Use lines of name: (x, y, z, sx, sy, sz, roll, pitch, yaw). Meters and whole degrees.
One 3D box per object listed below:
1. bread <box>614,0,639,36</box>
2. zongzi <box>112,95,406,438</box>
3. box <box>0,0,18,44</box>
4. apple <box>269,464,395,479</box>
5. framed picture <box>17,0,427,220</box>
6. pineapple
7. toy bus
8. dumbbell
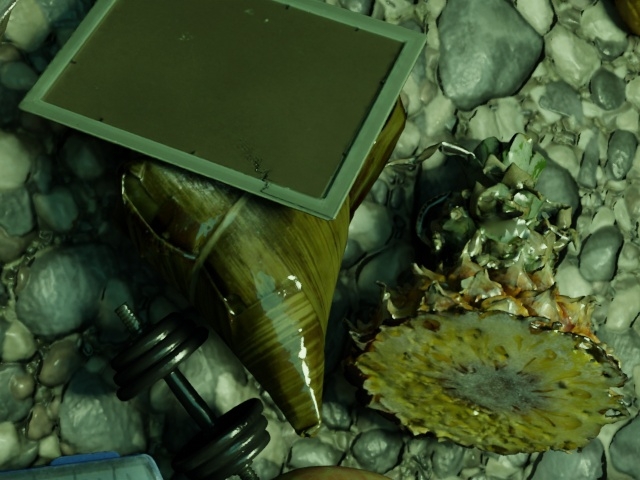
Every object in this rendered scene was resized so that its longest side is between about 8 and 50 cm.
bread: (0.432, -0.395, 1.308, 0.328, 0.148, 0.337, -18, 88, -21)
zongzi: (0.000, 0.000, 1.070, 0.286, 0.134, 0.288, -31, 67, -21)
box: (-0.425, -0.189, 0.954, 0.297, 0.190, 0.225, 40, 72, -9)
apple: (0.003, 0.314, 1.011, 0.256, 0.234, 0.257, 2, 84, -19)
framed picture: (-0.081, -0.144, 1.068, 0.296, 0.019, 0.232, 21, 56, 12)
pineapple: (0.163, 0.029, 1.141, 0.262, 0.262, 0.272, 25, 51, -15)
toy bus: (-0.244, 0.232, 1.017, 0.236, 0.079, 0.094, -5, 82, -20)
dumbbell: (-0.113, 0.141, 1.066, 0.099, 0.099, 0.208, -38, 95, -20)
